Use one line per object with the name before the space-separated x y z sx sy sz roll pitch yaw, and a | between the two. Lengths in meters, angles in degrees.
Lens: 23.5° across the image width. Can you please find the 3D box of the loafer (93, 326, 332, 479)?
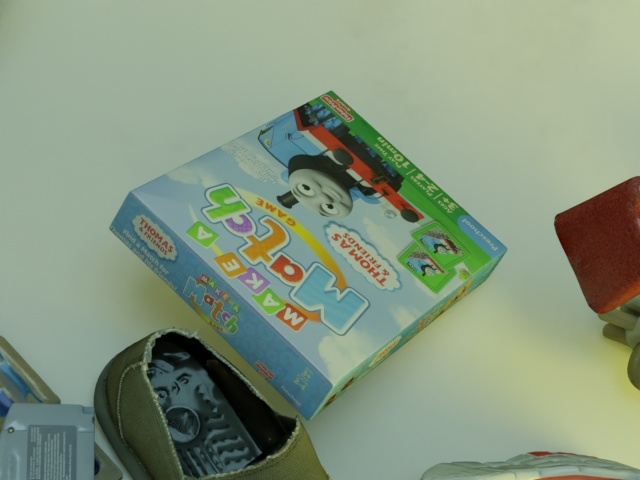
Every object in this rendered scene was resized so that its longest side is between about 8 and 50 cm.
loafer | -0.037 0.148 0.841 0.094 0.087 0.251 -35 74 -28

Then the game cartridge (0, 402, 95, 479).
game cartridge | -0.153 0.131 0.853 0.056 0.017 0.083 5 60 -15

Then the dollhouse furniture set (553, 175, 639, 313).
dollhouse furniture set | 0.172 0.130 0.830 0.201 0.152 0.374 22 58 -21

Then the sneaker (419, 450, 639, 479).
sneaker | 0.128 0.161 0.905 0.158 0.061 0.065 0 92 -21

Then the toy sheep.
toy sheep | 0.232 0.039 0.974 0.091 0.091 0.132 28 77 3

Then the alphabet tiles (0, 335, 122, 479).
alphabet tiles | -0.288 0.167 0.815 0.342 0.011 0.285 -38 76 -29

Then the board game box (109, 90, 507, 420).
board game box | 0.000 0.000 0.923 0.160 0.039 0.211 43 39 11
